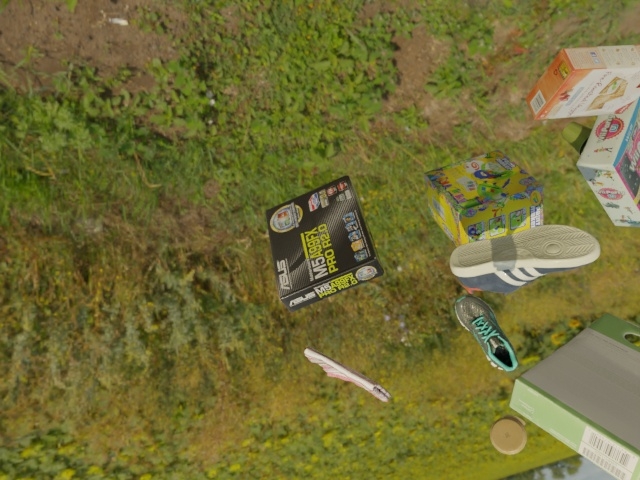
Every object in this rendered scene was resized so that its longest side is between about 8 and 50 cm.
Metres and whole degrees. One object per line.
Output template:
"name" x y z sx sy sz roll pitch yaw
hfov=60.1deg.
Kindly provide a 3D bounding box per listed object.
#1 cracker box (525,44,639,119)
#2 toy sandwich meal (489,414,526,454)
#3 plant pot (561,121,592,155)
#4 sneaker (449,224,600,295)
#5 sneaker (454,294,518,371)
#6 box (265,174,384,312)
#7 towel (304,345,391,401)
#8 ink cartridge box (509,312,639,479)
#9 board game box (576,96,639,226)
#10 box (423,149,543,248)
"cracker box" 0.581 -0.333 1.173 0.232 0.067 0.155 -8 156 -13
"toy sandwich meal" 0.411 0.424 1.210 0.086 0.085 0.029 -26 147 16
"plant pot" 0.725 -0.293 1.552 0.083 0.079 0.083 -24 142 -21
"sneaker" 0.513 0.063 1.390 0.350 0.131 0.148 -8 132 28
"sneaker" 0.310 0.171 1.012 0.065 0.166 0.076 -38 -178 5
"box" 0.000 0.000 1.206 0.216 0.270 0.060 -22 136 9
"towel" 0.055 0.260 1.053 0.029 0.144 0.197 -62 157 -13
"ink cartridge box" 0.393 0.195 0.732 0.235 0.171 0.056 -20 124 -33
"board game box" 0.821 -0.206 1.481 0.303 0.224 0.097 37 164 -35
"box" 0.529 -0.132 1.820 0.279 0.290 0.177 -17 123 -2
